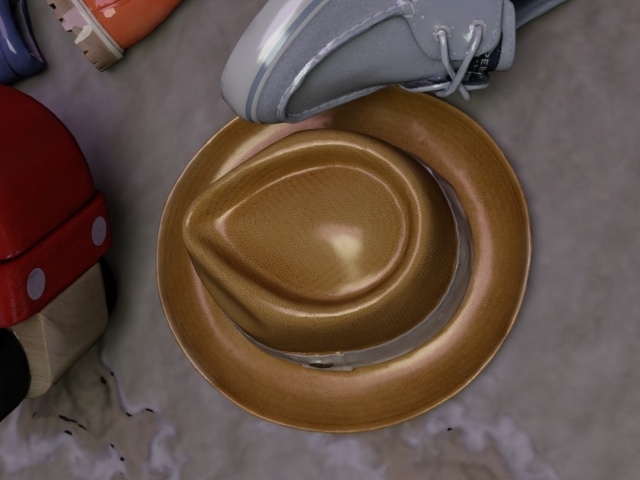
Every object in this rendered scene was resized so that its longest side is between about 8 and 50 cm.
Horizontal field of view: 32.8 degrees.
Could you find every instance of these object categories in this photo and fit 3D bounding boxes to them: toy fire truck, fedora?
[{"bbox_3d":[-0.214,-0.057,0.527,0.217,0.158,0.246,6,116,18],"label":"toy fire truck"},{"bbox_3d":[0.000,0.000,0.519,0.194,0.079,0.194,-4,78,16],"label":"fedora"}]

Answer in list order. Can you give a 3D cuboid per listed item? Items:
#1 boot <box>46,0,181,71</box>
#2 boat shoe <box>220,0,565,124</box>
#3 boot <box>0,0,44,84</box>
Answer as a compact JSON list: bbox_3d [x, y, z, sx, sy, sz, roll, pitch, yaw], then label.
[{"bbox_3d":[-0.131,-0.179,0.610,0.084,0.059,0.158,-35,80,3],"label":"boot"},{"bbox_3d":[0.062,-0.111,0.500,0.227,0.079,0.081,-36,71,-15],"label":"boat shoe"},{"bbox_3d":[-0.226,-0.163,0.632,0.086,0.069,0.190,-23,81,3],"label":"boot"}]
